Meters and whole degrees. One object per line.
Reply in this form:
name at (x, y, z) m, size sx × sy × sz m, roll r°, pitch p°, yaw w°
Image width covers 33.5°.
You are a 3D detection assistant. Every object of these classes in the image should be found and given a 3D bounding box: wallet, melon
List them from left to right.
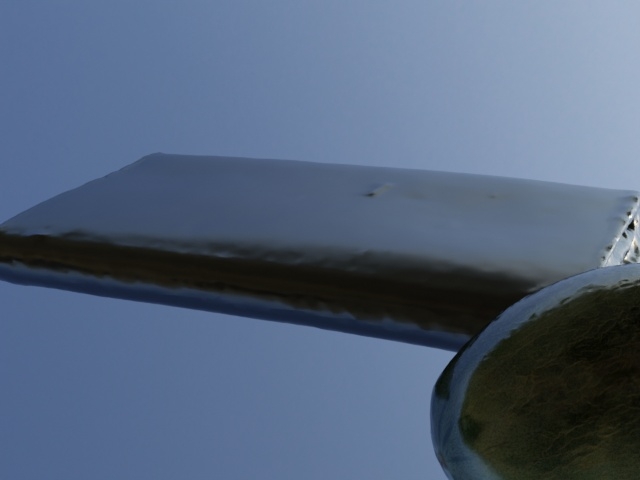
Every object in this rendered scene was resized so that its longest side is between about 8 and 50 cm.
wallet at (0.000, 0.001, 0.732) m, size 0.406 × 0.062 × 0.228 m, roll 6°, pitch -156°, yaw 25°
melon at (0.131, 0.069, 0.478) m, size 0.167 × 0.114 × 0.114 m, roll -21°, pitch -113°, yaw -3°
